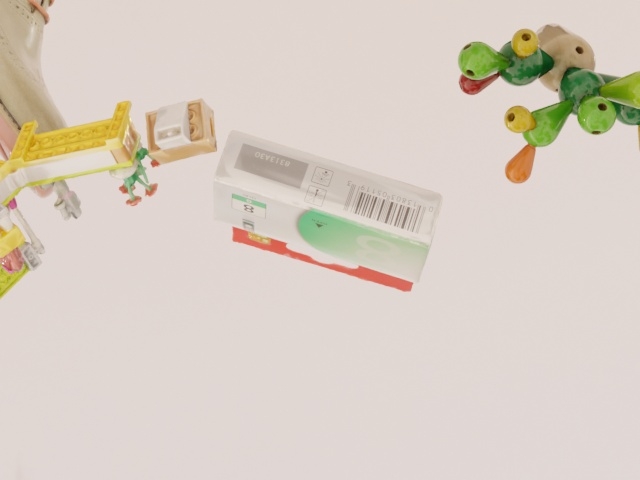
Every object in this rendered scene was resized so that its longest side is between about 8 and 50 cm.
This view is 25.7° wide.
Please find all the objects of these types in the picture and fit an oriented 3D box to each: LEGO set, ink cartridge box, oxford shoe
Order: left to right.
[{"bbox_3d":[-0.279,-0.228,1.206,0.146,0.397,0.140,-23,-12,-10],"label":"oxford shoe"},{"bbox_3d":[-0.204,-0.014,1.071,0.287,0.132,0.107,-33,-50,-11],"label":"LEGO set"},{"bbox_3d":[0.000,0.000,1.197,0.181,0.056,0.225,17,-25,4],"label":"ink cartridge box"}]

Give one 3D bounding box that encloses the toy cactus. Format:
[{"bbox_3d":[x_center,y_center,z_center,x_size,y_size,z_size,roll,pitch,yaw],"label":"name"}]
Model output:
[{"bbox_3d":[0.204,-0.117,1.115,0.219,0.180,0.112,7,-62,-9],"label":"toy cactus"}]
